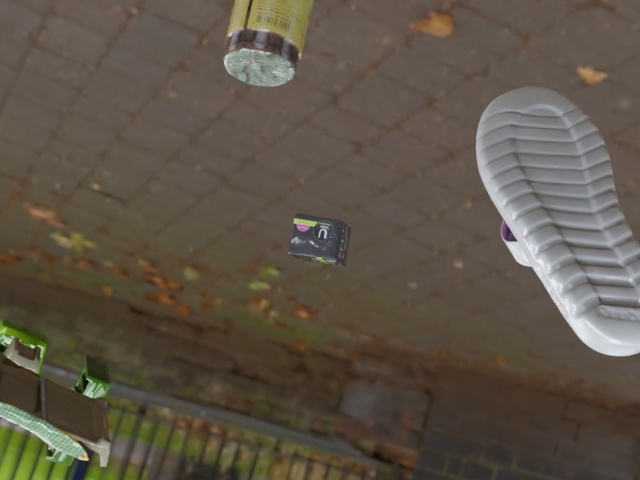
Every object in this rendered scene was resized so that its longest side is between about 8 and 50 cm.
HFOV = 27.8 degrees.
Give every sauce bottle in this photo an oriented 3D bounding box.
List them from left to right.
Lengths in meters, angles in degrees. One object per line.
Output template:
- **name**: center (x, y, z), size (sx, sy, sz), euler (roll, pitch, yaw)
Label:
- **sauce bottle**: center (-0.054, -0.388, 1.844), size (0.111, 0.344, 0.111), euler (11, 158, 4)

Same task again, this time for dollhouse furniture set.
- **dollhouse furniture set**: center (-0.423, 0.263, 1.894), size (0.197, 0.151, 0.301), euler (26, -169, -18)

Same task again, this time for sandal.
- **sandal**: center (0.291, -0.021, 1.597), size (0.169, 0.416, 0.102), euler (-6, 142, -10)

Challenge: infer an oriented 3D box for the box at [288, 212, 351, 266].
- **box**: center (0.000, 0.000, 1.599), size (0.062, 0.052, 0.083), euler (8, 175, 11)
